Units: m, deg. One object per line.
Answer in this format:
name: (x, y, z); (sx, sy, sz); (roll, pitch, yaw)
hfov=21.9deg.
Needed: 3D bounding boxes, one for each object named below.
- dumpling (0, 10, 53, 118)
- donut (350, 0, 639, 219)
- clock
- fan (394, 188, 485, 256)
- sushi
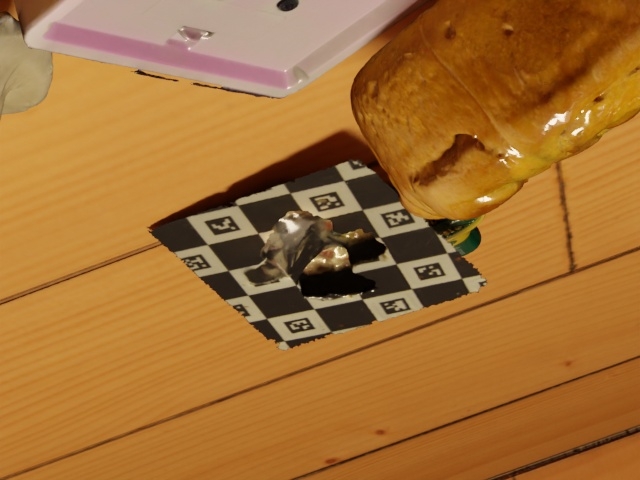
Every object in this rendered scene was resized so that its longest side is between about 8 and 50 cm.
dumpling: (-0.208, -0.074, 0.797); (0.150, 0.092, 0.176); (-33, 150, 0)
donut: (0.124, -0.100, 0.925); (0.226, 0.114, 0.226); (-34, 179, -1)
clock: (-0.039, -0.142, 0.813); (0.150, 0.063, 0.197); (-32, 157, 34)
fan: (0.094, -0.016, 1.319); (0.082, 0.039, 0.155); (-23, 162, 10)
sushi: (0.000, 0.000, 1.242); (0.193, 0.040, 0.210); (-18, 144, 24)
